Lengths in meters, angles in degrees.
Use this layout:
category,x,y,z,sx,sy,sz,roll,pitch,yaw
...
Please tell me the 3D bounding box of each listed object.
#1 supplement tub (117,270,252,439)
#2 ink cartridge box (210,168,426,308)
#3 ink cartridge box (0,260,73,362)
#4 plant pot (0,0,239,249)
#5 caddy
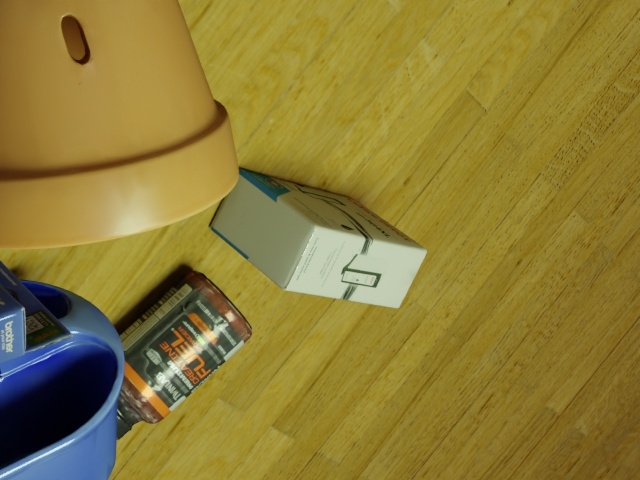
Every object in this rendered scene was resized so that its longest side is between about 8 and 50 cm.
category,x,y,z,sx,sy,sz,roll,pitch,yaw
supplement tub,-0.179,0.134,1.586,0.198,0.106,0.106,-43,140,-9
ink cartridge box,0.000,0.000,1.618,0.203,0.148,0.086,11,110,-48
ink cartridge box,-0.401,0.068,1.258,0.311,0.186,0.065,-17,128,-35
plant pot,-0.226,-0.136,1.218,0.291,0.291,0.203,-20,116,-32
caddy,-0.351,0.168,1.346,0.341,0.241,0.179,-26,141,-28
